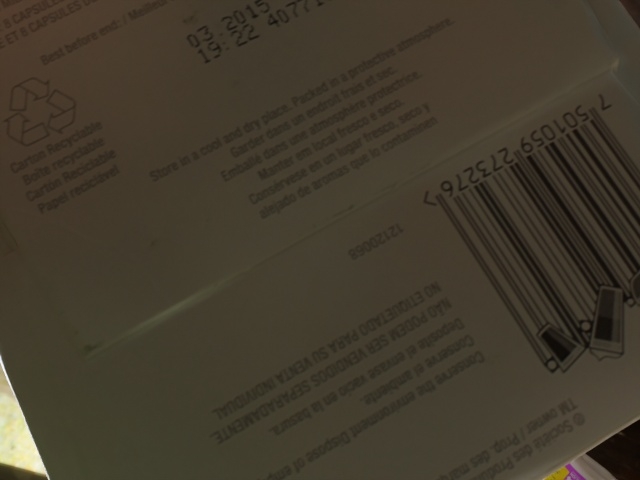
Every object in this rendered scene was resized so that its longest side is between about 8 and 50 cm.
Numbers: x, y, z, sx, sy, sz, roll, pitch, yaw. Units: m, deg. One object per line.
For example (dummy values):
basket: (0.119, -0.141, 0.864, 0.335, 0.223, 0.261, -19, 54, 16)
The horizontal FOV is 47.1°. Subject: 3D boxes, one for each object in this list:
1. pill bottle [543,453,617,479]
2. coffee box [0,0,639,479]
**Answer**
pill bottle: (0.154, 0.179, 0.476, 0.083, 0.043, 0.043, -55, 23, 8)
coffee box: (0.000, 0.000, 0.488, 0.338, 0.338, 0.334, -28, -11, -7)
